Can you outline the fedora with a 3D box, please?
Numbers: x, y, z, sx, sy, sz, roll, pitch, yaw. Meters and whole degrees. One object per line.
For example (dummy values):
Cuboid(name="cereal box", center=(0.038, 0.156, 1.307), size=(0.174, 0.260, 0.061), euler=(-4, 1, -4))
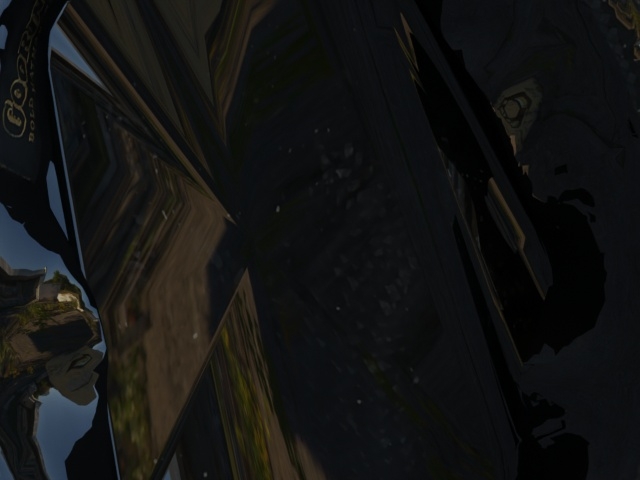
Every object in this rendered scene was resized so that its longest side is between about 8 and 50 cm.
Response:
Cuboid(name="fedora", center=(-0.017, 0.011, 0.587), size=(0.152, 0.334, 0.334), euler=(160, -69, -73))
